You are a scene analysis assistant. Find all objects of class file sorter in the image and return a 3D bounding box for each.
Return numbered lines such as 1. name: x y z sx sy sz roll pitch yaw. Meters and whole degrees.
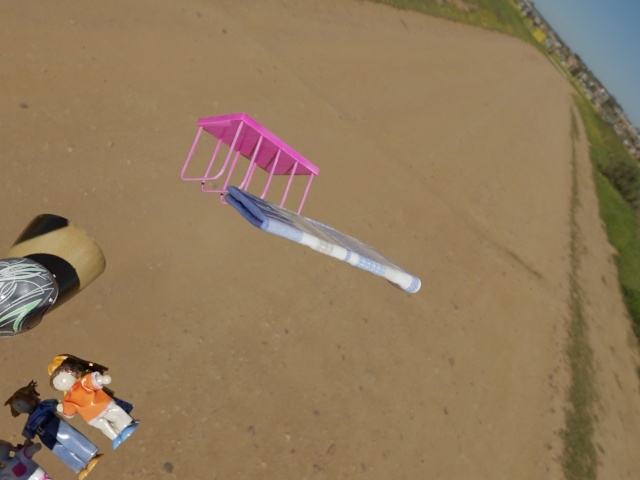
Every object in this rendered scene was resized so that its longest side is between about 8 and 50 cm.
1. file sorter: -0.190 -0.178 1.403 0.290 0.202 0.183 31 73 -43

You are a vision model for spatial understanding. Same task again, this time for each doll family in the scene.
1. doll family: -0.379 0.265 0.780 0.163 0.263 0.118 45 11 -3

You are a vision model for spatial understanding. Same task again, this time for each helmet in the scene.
1. helmet: -0.667 0.115 1.135 0.169 0.161 0.169 31 30 -21

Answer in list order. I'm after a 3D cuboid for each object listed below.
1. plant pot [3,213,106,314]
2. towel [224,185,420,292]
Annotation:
1. plant pot: -0.747 0.100 1.396 0.237 0.237 0.254 40 41 -16
2. towel: 0.000 0.000 0.807 0.284 0.034 0.209 22 7 -30
